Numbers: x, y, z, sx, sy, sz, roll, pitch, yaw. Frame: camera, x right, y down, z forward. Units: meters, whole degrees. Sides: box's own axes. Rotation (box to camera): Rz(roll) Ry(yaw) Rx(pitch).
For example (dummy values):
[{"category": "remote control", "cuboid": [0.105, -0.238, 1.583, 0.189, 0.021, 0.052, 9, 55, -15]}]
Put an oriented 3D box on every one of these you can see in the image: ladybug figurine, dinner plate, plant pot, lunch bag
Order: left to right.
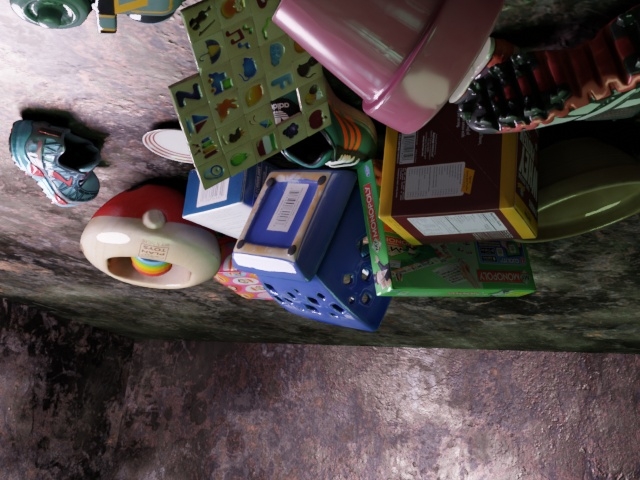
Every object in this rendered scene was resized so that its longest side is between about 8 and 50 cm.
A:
[{"category": "ladybug figurine", "cuboid": [-0.365, -0.008, 1.655, 0.304, 0.162, 0.449, 11, 163, -14]}, {"category": "dinner plate", "cuboid": [-0.243, -0.171, 1.329, 0.141, 0.017, 0.141, 5, 162, 2]}, {"category": "lunch bag", "cuboid": [-0.112, 0.076, 1.916, 0.258, 0.120, 0.293, -1, 161, 20]}, {"category": "plant pot", "cuboid": [0.000, 0.000, 1.306, 0.235, 0.236, 0.212, 7, 157, 48]}, {"category": "plant pot", "cuboid": [0.059, -0.234, 0.750, 0.180, 0.201, 0.201, 26, 159, -12]}, {"category": "plant pot", "cuboid": [0.396, -0.088, 1.170, 0.237, 0.110, 0.237, -11, 163, -3]}]

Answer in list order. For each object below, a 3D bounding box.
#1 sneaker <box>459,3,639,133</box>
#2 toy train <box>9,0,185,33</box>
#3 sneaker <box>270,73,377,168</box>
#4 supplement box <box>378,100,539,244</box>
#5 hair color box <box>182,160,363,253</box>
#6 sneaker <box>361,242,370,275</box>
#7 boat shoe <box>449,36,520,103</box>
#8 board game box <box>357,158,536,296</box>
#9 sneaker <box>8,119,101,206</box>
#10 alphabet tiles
[{"category": "sneaker", "cuboid": [0.310, -0.184, 0.901, 0.276, 0.098, 0.135, -19, 157, 26]}, {"category": "toy train", "cuboid": [-0.200, -0.303, 0.696, 0.190, 0.142, 0.334, 0, 165, -14]}, {"category": "sneaker", "cuboid": [-0.001, -0.152, 1.124, 0.108, 0.121, 0.302, -5, 162, 27]}, {"category": "supplement box", "cuboid": [0.204, -0.107, 1.081, 0.194, 0.192, 0.129, -3, 161, 28]}, {"category": "hair color box", "cuboid": [-0.084, -0.053, 1.504, 0.173, 0.105, 0.347, -10, 157, 40]}, {"category": "sneaker", "cuboid": [0.179, 0.062, 1.603, 0.228, 0.088, 0.092, 11, 164, -9]}, {"category": "boat shoe", "cuboid": [0.208, -0.217, 0.975, 0.043, 0.049, 0.137, 8, 158, -14]}, {"category": "board game box", "cuboid": [0.213, -0.015, 1.239, 0.317, 0.214, 0.046, 4, 161, -33]}, {"category": "sneaker", "cuboid": [-0.459, -0.132, 1.386, 0.125, 0.104, 0.262, 1, 163, 11]}, {"category": "alphabet tiles", "cuboid": [-0.085, -0.192, 0.900, 0.198, 0.009, 0.237, -30, 138, -17]}]
